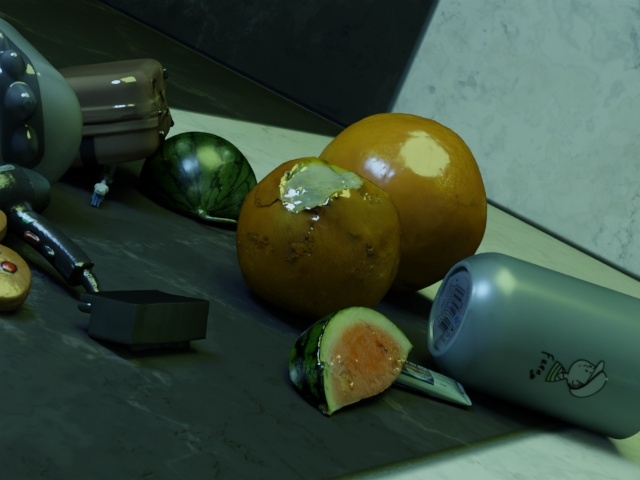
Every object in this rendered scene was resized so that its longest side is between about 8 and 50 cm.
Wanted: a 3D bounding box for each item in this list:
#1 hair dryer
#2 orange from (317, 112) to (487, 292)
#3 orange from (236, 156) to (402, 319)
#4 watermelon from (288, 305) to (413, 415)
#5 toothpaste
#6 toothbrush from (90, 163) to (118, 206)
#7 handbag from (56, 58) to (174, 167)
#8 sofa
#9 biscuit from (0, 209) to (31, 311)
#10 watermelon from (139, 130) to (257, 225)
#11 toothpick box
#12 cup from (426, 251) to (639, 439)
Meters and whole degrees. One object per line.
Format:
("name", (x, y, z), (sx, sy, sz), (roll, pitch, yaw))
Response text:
("hair dryer", (-0.350, 0.001, 1.524), (0.271, 0.091, 0.235), (33, 24, 22))
("orange", (0.128, -0.063, 2.147), (0.312, 0.312, 0.312), (22, 12, -5))
("orange", (0.000, 0.000, 1.814), (0.240, 0.240, 0.240), (22, 12, -5))
("watermelon", (0.034, 0.144, 1.597), (0.119, 0.063, 0.245), (51, 29, 7))
("toothpaste", (0.100, 0.173, 1.706), (0.233, 0.038, 0.060), (21, 16, -24))
("toothbrush", (-0.343, -0.102, 2.071), (0.030, 0.030, 0.304), (21, 12, -10))
("handbag", (-0.386, -0.205, 2.088), (0.283, 0.149, 0.302), (-4, 15, -1))
("sofa", (-0.201, 0.092, 1.473), (0.085, 0.060, 0.147), (11, 5, 29))
("biscuit", (-0.415, -0.012, 1.415), (0.250, 0.036, 0.165), (38, 36, 15))
("watermelon", (-0.193, -0.113, 2.173), (0.204, 0.127, 0.232), (20, 16, -8))
("toothpick box", (-0.451, -0.191, 1.784), (0.229, 0.229, 0.316), (14, 16, -37))
("cup", (0.319, 0.145, 1.837), (0.312, 0.205, 0.205), (18, 13, -15))
